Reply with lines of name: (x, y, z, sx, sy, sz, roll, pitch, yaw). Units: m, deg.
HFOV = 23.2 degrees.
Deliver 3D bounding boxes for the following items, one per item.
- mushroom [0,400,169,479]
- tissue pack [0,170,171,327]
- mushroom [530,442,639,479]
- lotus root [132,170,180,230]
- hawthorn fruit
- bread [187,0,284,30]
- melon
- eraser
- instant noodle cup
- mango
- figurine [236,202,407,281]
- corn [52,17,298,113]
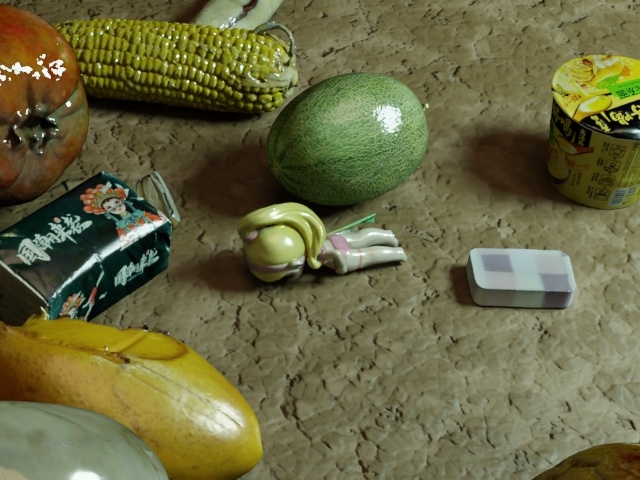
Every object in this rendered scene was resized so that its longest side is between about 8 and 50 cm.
mushroom: (-0.238, 0.266, 1.129, 0.292, 0.292, 0.290, -8, 74, -18)
tissue pack: (-0.235, 0.017, 1.492, 0.103, 0.090, 0.170, 33, 48, 21)
mushroom: (0.239, 0.288, 1.232, 0.233, 0.208, 0.302, -8, 34, 48)
lotus root: (-0.169, -0.032, 1.604, 0.037, 0.030, 0.083, -31, 44, 4)
hawthorn fruit: (-0.365, -0.149, 1.575, 0.262, 0.210, 0.210, 27, 44, 30)
bread: (-0.101, -0.274, 1.867, 0.073, 0.053, 0.214, 26, 44, 13)
melon: (0.036, -0.109, 1.641, 0.192, 0.139, 0.139, -21, 50, -24)
eraser: (0.204, 0.038, 1.592, 0.105, 0.026, 0.065, 3, 39, -6)
instant noodle cup: (0.314, -0.114, 1.709, 0.151, 0.122, 0.151, 6, 40, -5)
mango: (-0.170, 0.147, 1.337, 0.252, 0.126, 0.154, 18, 31, 0)
figurine: (0.000, 0.000, 1.571, 0.187, 0.083, 0.083, 1, 41, -23)
corn: (-0.170, -0.196, 1.735, 0.293, 0.106, 0.106, 3, 42, -4)
